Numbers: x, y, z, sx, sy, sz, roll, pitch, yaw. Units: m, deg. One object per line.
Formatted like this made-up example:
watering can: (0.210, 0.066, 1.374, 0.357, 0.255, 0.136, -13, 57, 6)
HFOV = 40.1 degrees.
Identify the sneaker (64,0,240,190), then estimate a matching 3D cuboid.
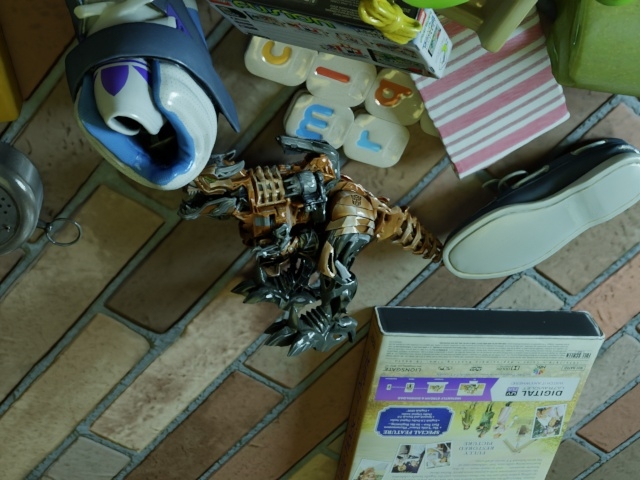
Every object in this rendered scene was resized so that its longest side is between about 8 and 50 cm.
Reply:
sneaker: (-0.164, -0.198, 0.743, 0.130, 0.236, 0.322, -14, 126, 0)

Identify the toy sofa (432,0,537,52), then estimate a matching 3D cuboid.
toy sofa: (0.034, -0.321, 0.739, 0.363, 0.177, 0.150, 19, 129, -21)

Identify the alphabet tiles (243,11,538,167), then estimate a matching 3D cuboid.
alphabet tiles: (0.074, -0.210, 0.907, 0.278, 0.021, 0.284, 14, 121, -21)

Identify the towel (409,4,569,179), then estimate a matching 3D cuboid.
towel: (0.175, -0.171, 0.929, 0.144, 0.029, 0.197, -28, 127, 5)

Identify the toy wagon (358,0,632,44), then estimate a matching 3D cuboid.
toy wagon: (0.167, -0.240, 0.568, 0.345, 0.068, 0.267, -23, 157, 32)

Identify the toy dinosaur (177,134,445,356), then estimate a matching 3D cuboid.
toy dinosaur: (0.000, 0.000, 0.973, 0.322, 0.164, 0.218, 16, 106, -5)

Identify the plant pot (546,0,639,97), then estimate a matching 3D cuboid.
plant pot: (0.352, -0.231, 0.815, 0.254, 0.276, 0.276, 1, 125, 4)

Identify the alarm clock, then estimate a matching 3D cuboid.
alarm clock: (-0.347, -0.035, 0.938, 0.192, 0.064, 0.129, 22, 119, -26)

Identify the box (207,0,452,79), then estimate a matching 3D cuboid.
box: (0.003, -0.196, 0.768, 0.207, 0.114, 0.036, 18, 88, 21)

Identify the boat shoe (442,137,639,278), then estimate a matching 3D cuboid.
boat shoe: (0.253, -0.042, 1.021, 0.255, 0.079, 0.095, -32, 122, 10)

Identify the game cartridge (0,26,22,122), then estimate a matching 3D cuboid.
game cartridge: (-0.470, -0.221, 0.796, 0.324, 0.052, 0.285, -9, 126, -6)

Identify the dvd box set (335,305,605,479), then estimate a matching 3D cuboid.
dvd box set: (0.190, 0.275, 1.245, 0.308, 0.062, 0.420, 2, 124, -11)
